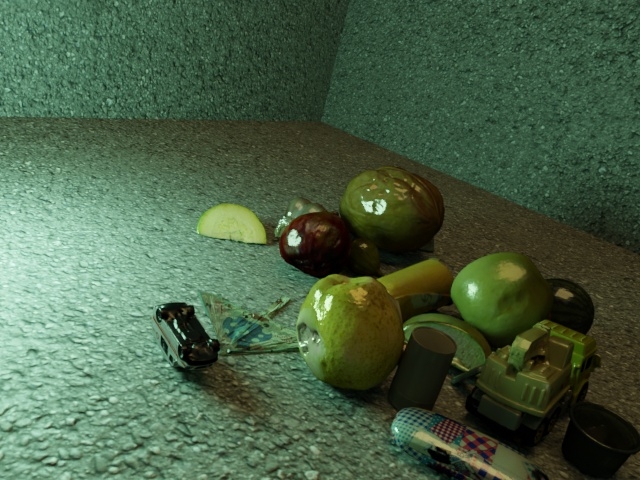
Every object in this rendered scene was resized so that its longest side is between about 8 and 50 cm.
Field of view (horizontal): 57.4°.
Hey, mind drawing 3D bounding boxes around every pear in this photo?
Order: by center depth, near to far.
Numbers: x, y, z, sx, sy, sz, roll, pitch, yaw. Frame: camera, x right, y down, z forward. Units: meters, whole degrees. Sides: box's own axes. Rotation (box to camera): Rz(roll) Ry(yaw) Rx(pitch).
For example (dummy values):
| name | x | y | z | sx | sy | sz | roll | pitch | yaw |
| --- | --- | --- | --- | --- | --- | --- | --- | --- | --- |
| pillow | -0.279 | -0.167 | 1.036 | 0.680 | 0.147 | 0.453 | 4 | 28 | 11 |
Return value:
| name | x | y | z | sx | sy | sz | roll | pitch | yaw |
| --- | --- | --- | --- | --- | --- | --- | --- | --- | --- |
| pear | 0.068 | 0.206 | 1.349 | 0.272 | 0.271 | 0.271 | 12 | 22 | -5 |

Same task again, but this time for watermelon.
| name | x | y | z | sx | sy | sz | roll | pitch | yaw |
| --- | --- | --- | --- | --- | --- | --- | --- | --- | --- |
| watermelon | 0.733 | 0.219 | 1.806 | 0.212 | 0.212 | 0.212 | 12 | 22 | -5 |
| watermelon | 0.426 | -0.024 | 2.313 | 0.121 | 0.158 | 0.098 | 34 | 10 | -31 |

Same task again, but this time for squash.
| name | x | y | z | sx | sy | sz | roll | pitch | yaw |
| --- | --- | --- | --- | --- | --- | --- | --- | --- | --- |
| squash | -0.315 | -0.052 | 2.062 | 0.237 | 0.155 | 0.203 | 10 | 59 | -14 |

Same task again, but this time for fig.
| name | x | y | z | sx | sy | sz | roll | pitch | yaw |
| --- | --- | --- | --- | --- | --- | --- | --- | --- | --- |
| fig | -0.006 | 0.010 | 1.857 | 0.224 | 0.223 | 0.263 | 24 | 20 | 22 |
| fig | 0.181 | 0.091 | 1.946 | 0.236 | 0.124 | 0.124 | 40 | 24 | 0 |

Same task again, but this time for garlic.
| name | x | y | z | sx | sy | sz | roll | pitch | yaw |
| --- | --- | --- | --- | --- | --- | --- | --- | --- | --- |
| garlic | -0.033 | -0.056 | 2.057 | 0.214 | 0.160 | 0.191 | 21 | 28 | 23 |

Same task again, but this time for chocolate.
| name | x | y | z | sx | sy | sz | roll | pitch | yaw |
| --- | --- | --- | --- | --- | --- | --- | --- | --- | --- |
| chocolate | 0.216 | 0.177 | 1.699 | 0.446 | 0.162 | 0.162 | -15 | 36 | -43 |

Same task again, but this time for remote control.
| name | x | y | z | sx | sy | sz | roll | pitch | yaw |
| --- | --- | --- | --- | --- | --- | --- | --- | --- | --- |
| remote control | 0.373 | 0.329 | 1.445 | 0.053 | 0.124 | 0.017 | -12 | 69 | -31 |

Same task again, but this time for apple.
| name | x | y | z | sx | sy | sz | roll | pitch | yaw |
| --- | --- | --- | --- | --- | --- | --- | --- | --- | --- |
| apple | 0.354 | 0.263 | 1.593 | 0.265 | 0.119 | 0.193 | 24 | 13 | 17 |
| apple | 0.523 | 0.163 | 1.689 | 0.292 | 0.254 | 0.292 | 53 | 12 | -16 |

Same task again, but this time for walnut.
| name | x | y | z | sx | sy | sz | roll | pitch | yaw |
| --- | --- | --- | --- | --- | --- | --- | --- | --- | --- |
| walnut | 0.267 | -0.112 | 2.176 | 0.354 | 0.307 | 0.398 | -24 | 36 | -39 |

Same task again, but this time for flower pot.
| name | x | y | z | sx | sy | sz | roll | pitch | yaw |
| --- | --- | --- | --- | --- | --- | --- | --- | --- | --- |
| flower pot | 0.615 | 0.451 | 1.305 | 0.158 | 0.106 | 0.157 | 12 | 25 | -6 |

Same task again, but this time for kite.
| name | x | y | z | sx | sy | sz | roll | pitch | yaw |
| --- | --- | --- | --- | --- | --- | --- | --- | --- | --- |
| kite | -0.167 | 0.211 | 1.522 | 0.406 | 0.014 | 0.368 | 21 | 23 | 15 |

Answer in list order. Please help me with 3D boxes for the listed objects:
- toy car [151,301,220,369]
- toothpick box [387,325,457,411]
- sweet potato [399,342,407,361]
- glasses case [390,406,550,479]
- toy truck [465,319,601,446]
| name | x | y | z | sx | sy | sz | roll | pitch | yaw |
| --- | --- | --- | --- | --- | --- | --- | --- | --- | --- |
| toy car | -0.302 | 0.227 | 1.289 | 0.090 | 0.108 | 0.210 | -2 | 31 | -40 |
| toothpick box | 0.231 | 0.300 | 1.333 | 0.111 | 0.180 | 0.111 | 13 | 23 | -6 |
| sweet potato | 0.142 | 0.273 | 1.510 | 0.256 | 0.058 | 0.078 | 10 | 40 | -2 |
| glasses case | 0.300 | 0.436 | 1.184 | 0.328 | 0.076 | 0.125 | 23 | 22 | 18 |
| toy truck | 0.521 | 0.315 | 1.397 | 0.181 | 0.253 | 0.405 | 26 | 21 | 37 |
